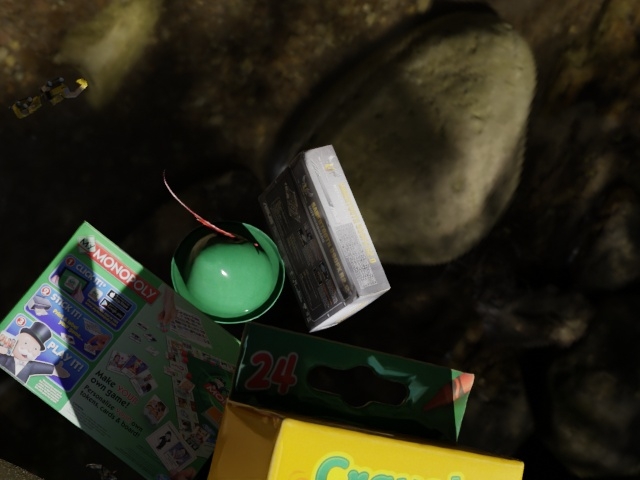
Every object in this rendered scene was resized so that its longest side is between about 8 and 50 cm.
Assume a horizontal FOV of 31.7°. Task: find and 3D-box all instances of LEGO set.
[{"bbox_3d":[-0.194,0.246,1.069,0.023,0.054,0.083,-25,111,10],"label":"LEGO set"}]

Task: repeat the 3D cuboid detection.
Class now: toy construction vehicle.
[{"bbox_3d":[-0.417,-0.219,1.741,0.098,0.086,0.035,-33,95,-51],"label":"toy construction vehicle"}]

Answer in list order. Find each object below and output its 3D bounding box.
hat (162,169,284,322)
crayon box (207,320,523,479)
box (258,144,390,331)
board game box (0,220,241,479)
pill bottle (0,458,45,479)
[{"bbox_3d":[-0.151,0.020,1.735,0.183,0.209,0.173,110,-12,-70],"label":"hat"},{"bbox_3d":[0.014,0.227,0.723,0.202,0.081,0.318,15,83,-32],"label":"crayon box"},{"bbox_3d":[0.000,0.000,1.662,0.056,0.231,0.183,-16,167,-30],"label":"box"},{"bbox_3d":[-0.246,0.155,1.460,0.213,0.317,0.046,-52,-177,-14],"label":"board game box"},{"bbox_3d":[-0.233,0.262,0.618,0.160,0.160,0.283,41,73,-53],"label":"pill bottle"}]
